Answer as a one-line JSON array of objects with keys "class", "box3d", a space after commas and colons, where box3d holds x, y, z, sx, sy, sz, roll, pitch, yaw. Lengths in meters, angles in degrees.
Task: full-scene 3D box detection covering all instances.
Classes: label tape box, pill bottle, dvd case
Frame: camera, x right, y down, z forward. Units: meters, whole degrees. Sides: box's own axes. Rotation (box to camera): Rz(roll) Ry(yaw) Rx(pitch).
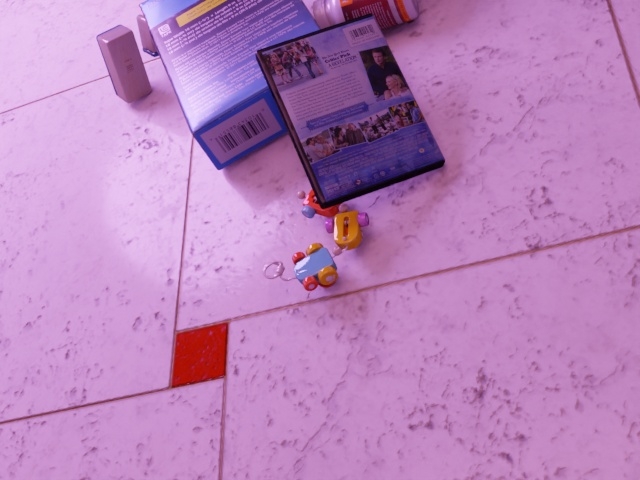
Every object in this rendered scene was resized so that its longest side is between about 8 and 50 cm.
[{"class": "label tape box", "box3d": [-0.126, -0.305, 1.339, 0.240, 0.106, 0.334, -29, 53, 4]}, {"class": "pill bottle", "box3d": [0.069, -0.363, 1.305, 0.151, 0.086, 0.086, -15, 53, 18]}, {"class": "dvd case", "box3d": [0.037, -0.182, 1.151, 0.180, 0.022, 0.253, -20, 72, -9]}]

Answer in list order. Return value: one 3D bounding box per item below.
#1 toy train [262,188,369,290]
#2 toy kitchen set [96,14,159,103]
[{"class": "toy train", "box3d": [0.000, 0.000, 1.124, 0.125, 0.046, 0.166, 13, 63, 34]}, {"class": "toy kitchen set", "box3d": [-0.316, -0.367, 1.509, 0.207, 0.122, 0.166, -34, 46, -24]}]
